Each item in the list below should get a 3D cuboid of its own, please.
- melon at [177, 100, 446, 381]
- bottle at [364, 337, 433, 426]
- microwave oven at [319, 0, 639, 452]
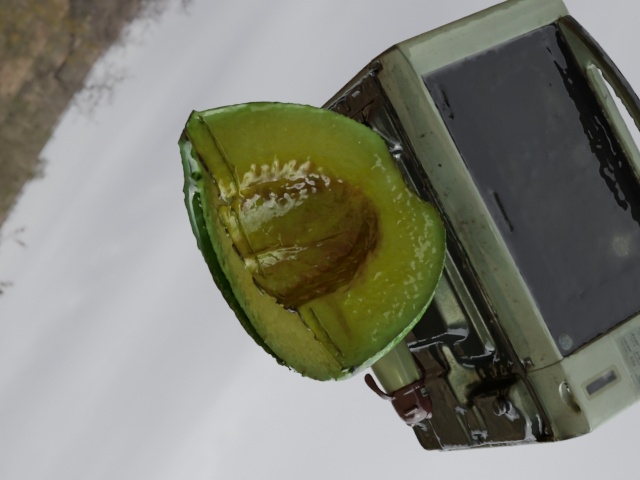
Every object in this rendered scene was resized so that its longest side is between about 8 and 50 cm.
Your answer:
[{"bbox_3d":[0.000,0.000,1.104,0.169,0.265,0.129,-25,160,-27],"label":"melon"},{"bbox_3d":[0.075,0.135,1.243,0.063,0.101,0.047,-25,172,-10],"label":"bottle"},{"bbox_3d":[0.169,-0.005,1.278,0.247,0.394,0.333,-25,178,-24],"label":"microwave oven"}]
